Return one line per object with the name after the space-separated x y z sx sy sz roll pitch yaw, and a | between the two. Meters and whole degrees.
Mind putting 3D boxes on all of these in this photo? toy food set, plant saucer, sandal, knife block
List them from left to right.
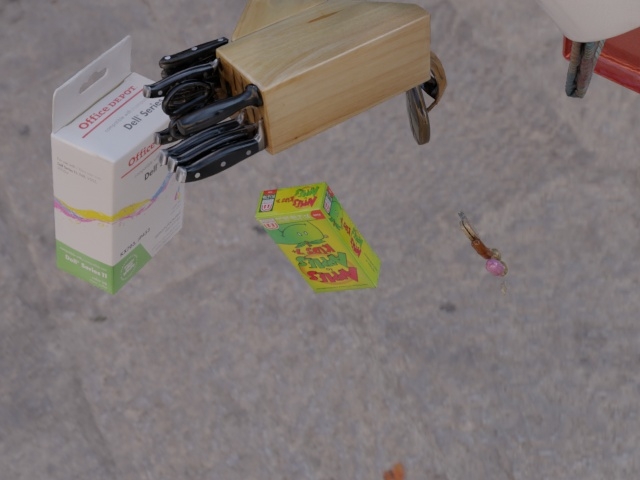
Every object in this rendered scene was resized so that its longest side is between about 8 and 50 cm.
-0.035 -0.150 1.192 0.275 0.088 0.242 5 46 10 | knife block
0.148 -0.233 1.618 0.060 0.090 0.219 -3 51 6 | sandal
0.225 0.013 1.559 0.019 0.078 0.122 -33 94 17 | toy food set
0.515 -0.333 1.839 0.258 0.259 0.048 30 71 23 | plant saucer

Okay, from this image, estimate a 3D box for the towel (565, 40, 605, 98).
0.375 -0.369 1.353 0.040 0.271 0.370 22 85 13 | towel

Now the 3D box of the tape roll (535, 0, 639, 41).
0.302 -0.310 1.034 0.286 0.100 0.286 -40 19 17 | tape roll

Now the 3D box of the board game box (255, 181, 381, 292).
0.000 0.000 1.477 0.092 0.181 0.043 -7 53 25 | board game box

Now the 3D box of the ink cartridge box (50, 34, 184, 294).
-0.308 -0.115 1.787 0.119 0.354 0.207 25 46 16 | ink cartridge box
